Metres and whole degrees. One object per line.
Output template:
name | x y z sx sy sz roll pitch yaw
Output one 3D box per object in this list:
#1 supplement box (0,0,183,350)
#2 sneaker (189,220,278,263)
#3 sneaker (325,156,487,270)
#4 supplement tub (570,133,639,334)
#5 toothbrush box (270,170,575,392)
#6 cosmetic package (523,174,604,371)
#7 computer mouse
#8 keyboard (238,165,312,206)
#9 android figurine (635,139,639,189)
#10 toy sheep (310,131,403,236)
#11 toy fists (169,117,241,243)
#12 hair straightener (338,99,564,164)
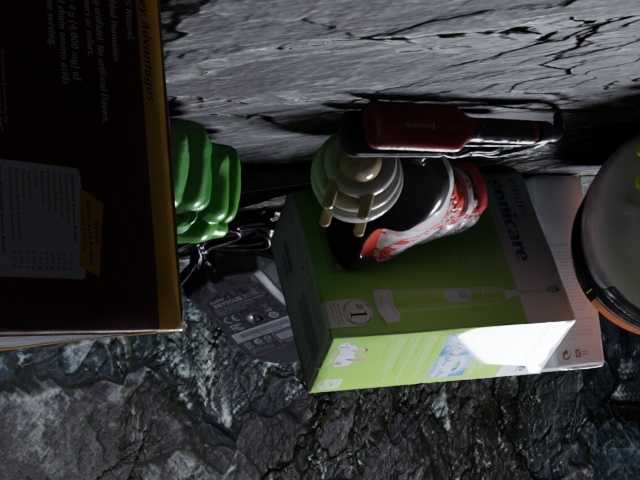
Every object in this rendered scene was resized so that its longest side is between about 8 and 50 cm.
supplement box | -0.174 -0.047 0.666 0.129 0.191 0.194 -8 173 31
sneaker | 0.000 0.000 1.913 0.340 0.125 0.140 -2 147 0
sneaker | 0.108 -0.054 1.477 0.145 0.090 0.270 -21 170 -22
supplement tub | 0.371 -0.001 1.578 0.207 0.207 0.338 -6 175 6
toothbrush box | 0.108 0.043 1.656 0.283 0.206 0.122 -5 146 -18
cosmetic package | 0.263 0.043 1.805 0.085 0.231 0.117 -1 174 -34
computer mouse | -0.084 0.052 1.828 0.188 0.072 0.272 -17 136 21
keyboard | -0.146 -0.041 1.606 0.201 0.033 0.317 -10 177 -32
android figurine | 0.409 -0.082 1.292 0.272 0.056 0.248 -5 154 6
toy sheep | 0.031 -0.055 1.328 0.091 0.091 0.132 -4 168 -8
toy fists | -0.145 -0.045 1.232 0.142 0.096 0.279 -7 173 8
hair straightener | 0.113 -0.094 1.279 0.230 0.047 0.089 -7 177 -32
